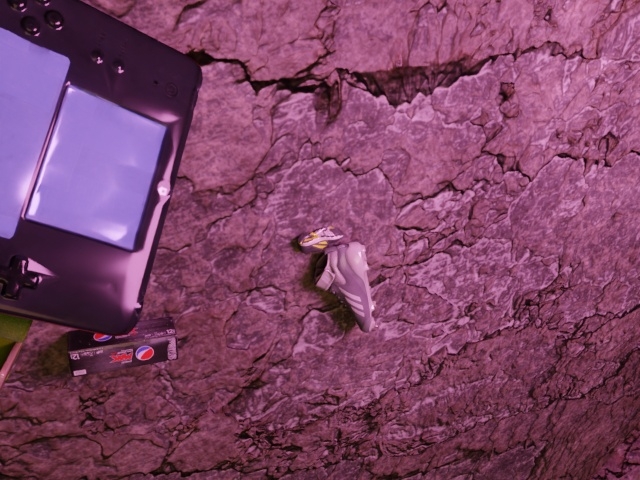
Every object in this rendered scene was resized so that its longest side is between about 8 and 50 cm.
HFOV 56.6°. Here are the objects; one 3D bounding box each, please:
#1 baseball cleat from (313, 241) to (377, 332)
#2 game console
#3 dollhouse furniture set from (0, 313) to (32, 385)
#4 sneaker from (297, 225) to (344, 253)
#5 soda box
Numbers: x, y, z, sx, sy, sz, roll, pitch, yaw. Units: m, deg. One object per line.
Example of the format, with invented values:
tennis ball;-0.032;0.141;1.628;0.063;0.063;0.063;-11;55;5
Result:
baseball cleat;0.045;0.089;1.090;0.109;0.072;0.206;-9;122;2
game console;-0.332;-0.108;0.696;0.342;0.060;0.387;19;76;-29
dollhouse furniture set;-0.525;0.079;0.742;0.301;0.151;0.197;24;110;-20
sneaker;0.000;0.000;1.036;0.083;0.031;0.035;-11;135;-12
soda box;-0.322;0.173;0.975;0.169;0.060;0.053;-6;119;-19
